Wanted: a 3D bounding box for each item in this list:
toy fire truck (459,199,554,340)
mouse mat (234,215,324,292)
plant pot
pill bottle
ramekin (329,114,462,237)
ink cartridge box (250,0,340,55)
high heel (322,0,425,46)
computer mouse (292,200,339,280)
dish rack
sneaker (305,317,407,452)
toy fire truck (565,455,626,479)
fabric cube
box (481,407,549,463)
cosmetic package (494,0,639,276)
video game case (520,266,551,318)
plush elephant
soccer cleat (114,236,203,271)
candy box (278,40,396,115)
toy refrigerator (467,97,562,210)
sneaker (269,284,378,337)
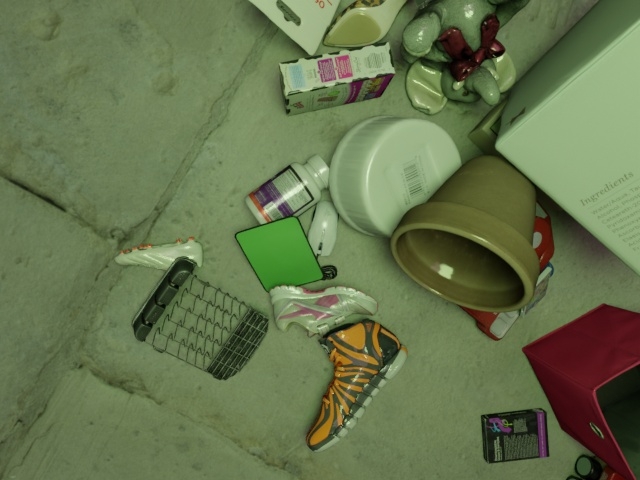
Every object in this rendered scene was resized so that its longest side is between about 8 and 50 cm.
[{"bbox_3d":[0.434,0.063,0.968,0.254,0.169,0.302,37,89,-31],"label":"toy fire truck"},{"bbox_3d":[-0.090,0.037,0.935,0.152,0.007,0.190,-16,122,11],"label":"mouse mat"},{"bbox_3d":[0.296,-0.028,0.780,0.263,0.263,0.229,36,67,-4],"label":"plant pot"},{"bbox_3d":[-0.065,-0.108,0.938,0.193,0.108,0.108,-36,94,-2],"label":"pill bottle"},{"bbox_3d":[0.170,-0.133,0.895,0.277,0.135,0.278,-5,103,-22],"label":"ramekin"},{"bbox_3d":[-0.039,-0.598,0.863,0.207,0.119,0.354,24,91,-45],"label":"ink cartridge box"},{"bbox_3d":[0.124,-0.550,0.963,0.261,0.186,0.093,-18,136,24],"label":"high heel"},{"bbox_3d":[0.000,0.000,0.979,0.105,0.042,0.193,9,92,-3],"label":"computer mouse"},{"bbox_3d":[-0.264,0.191,0.947,0.271,0.074,0.208,35,93,-22],"label":"dish rack"},{"bbox_3d":[0.040,0.318,0.971,0.180,0.124,0.321,42,79,0],"label":"sneaker"},{"bbox_3d":[0.704,0.671,0.953,0.158,0.246,0.217,28,91,-4],"label":"toy fire truck"},{"bbox_3d":[0.678,0.329,0.931,0.259,0.258,0.254,-29,95,-2],"label":"fabric cube"},{"bbox_3d":[0.489,0.491,1.041,0.162,0.029,0.116,-4,92,-5],"label":"box"},{"bbox_3d":[0.586,-0.211,0.729,0.393,0.327,0.329,39,46,-4],"label":"cosmetic package"},{"bbox_3d":[0.497,0.123,0.956,0.087,0.122,0.011,-42,51,-12],"label":"video game case"},{"bbox_3d":[0.316,-0.398,0.888,0.271,0.330,0.255,-24,117,11],"label":"plush elephant"},{"bbox_3d":[-0.369,0.043,0.949,0.196,0.068,0.076,-9,96,-6],"label":"soccer cleat"},{"bbox_3d":[0.030,-0.349,0.906,0.233,0.159,0.071,-13,92,-3],"label":"candy box"},{"bbox_3d":[0.491,-0.198,0.975,0.269,0.094,0.102,44,90,-4],"label":"toy refrigerator"},{"bbox_3d":[0.006,0.167,0.948,0.252,0.103,0.111,0,71,4],"label":"sneaker"}]
